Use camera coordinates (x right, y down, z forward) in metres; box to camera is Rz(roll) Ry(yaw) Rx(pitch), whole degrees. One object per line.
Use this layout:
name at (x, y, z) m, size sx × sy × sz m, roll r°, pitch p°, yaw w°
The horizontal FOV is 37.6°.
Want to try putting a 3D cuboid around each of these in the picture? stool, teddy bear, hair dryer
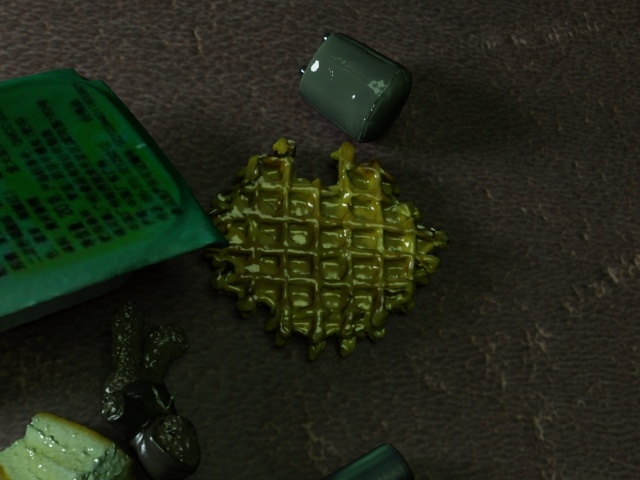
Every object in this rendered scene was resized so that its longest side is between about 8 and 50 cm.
stool at (0.036, -0.166, 1.011) m, size 0.110 × 0.096 × 0.096 m, roll 35°, pitch 61°, yaw 7°
teddy bear at (-0.155, 0.140, 0.815) m, size 0.078 × 0.119 × 0.160 m, roll -30°, pitch 53°, yaw 13°
hair dryer at (0.066, 0.287, 0.825) m, size 0.100 × 0.057 × 0.197 m, roll -26°, pitch 79°, yaw -23°

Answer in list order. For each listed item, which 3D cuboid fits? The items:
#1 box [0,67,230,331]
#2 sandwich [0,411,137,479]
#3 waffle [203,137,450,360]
box at (-0.289, -0.009, 0.805) m, size 0.337 × 0.106 × 0.264 m, roll -21°, pitch 55°, yaw -32°
sandwich at (-0.170, 0.235, 0.759) m, size 0.244 × 0.088 × 0.090 m, roll 45°, pitch 58°, yaw 9°
waffle at (0.000, 0.000, 0.945) m, size 0.228 × 0.051 × 0.231 m, roll 44°, pitch 62°, yaw 5°
